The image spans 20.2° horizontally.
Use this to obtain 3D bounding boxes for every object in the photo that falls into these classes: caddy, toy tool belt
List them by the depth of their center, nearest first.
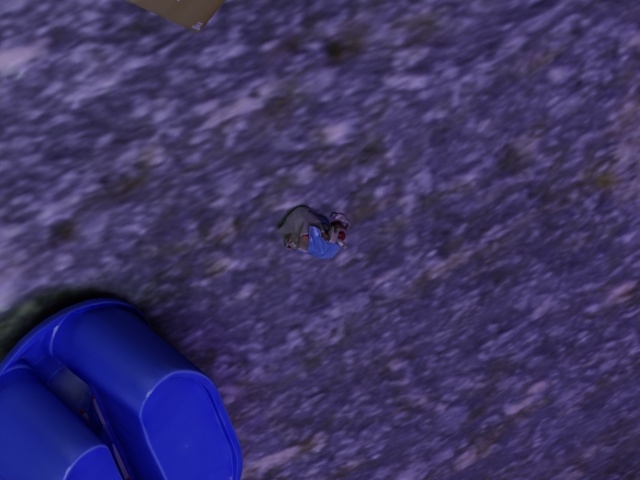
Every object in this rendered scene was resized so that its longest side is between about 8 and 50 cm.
[{"bbox_3d":[-0.229,0.212,1.862,0.241,0.179,0.341,-44,146,-21],"label":"caddy"},{"bbox_3d":[0.000,0.000,1.866,0.083,0.051,0.052,11,126,-39],"label":"toy tool belt"}]

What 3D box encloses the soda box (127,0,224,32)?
[{"bbox_3d":[-0.160,-0.240,1.499,0.181,0.061,0.058,21,120,-44],"label":"soda box"}]
